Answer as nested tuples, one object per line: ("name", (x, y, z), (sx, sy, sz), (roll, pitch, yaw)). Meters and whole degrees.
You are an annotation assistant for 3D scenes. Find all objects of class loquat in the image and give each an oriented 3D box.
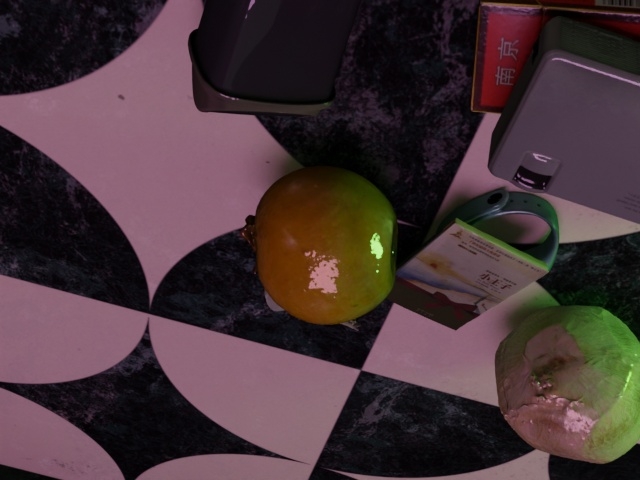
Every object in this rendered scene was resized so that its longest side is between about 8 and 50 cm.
("loquat", (0.000, 0.000, 1.447), (0.275, 0.275, 0.275), (7, 138, 6))

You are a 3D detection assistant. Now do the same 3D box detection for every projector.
("projector", (0.341, -0.127, 0.966), (0.256, 0.099, 0.192), (18, 135, 0))

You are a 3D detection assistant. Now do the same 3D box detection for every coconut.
("coconut", (0.476, 0.265, 1.618), (0.297, 0.297, 0.254), (-18, 132, 29))

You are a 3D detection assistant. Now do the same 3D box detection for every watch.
("watch", (0.314, 0.006, 1.533), (0.237, 0.068, 0.195), (-19, 128, 29))

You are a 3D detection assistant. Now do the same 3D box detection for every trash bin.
("trash bin", (-0.064, -0.299, 1.194), (0.209, 0.182, 0.290), (0, 137, -25))

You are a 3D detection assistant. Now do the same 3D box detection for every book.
("book", (0.245, 0.070, 1.547), (0.201, 0.026, 0.289), (26, 144, -14))

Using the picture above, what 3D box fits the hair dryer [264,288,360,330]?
("hair dryer", (0.029, 0.119, 1.741), (0.206, 0.075, 0.237), (-25, 134, 26))

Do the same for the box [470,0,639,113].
("box", (0.304, -0.220, 1.003), (0.240, 0.074, 0.153), (8, 139, 12))
